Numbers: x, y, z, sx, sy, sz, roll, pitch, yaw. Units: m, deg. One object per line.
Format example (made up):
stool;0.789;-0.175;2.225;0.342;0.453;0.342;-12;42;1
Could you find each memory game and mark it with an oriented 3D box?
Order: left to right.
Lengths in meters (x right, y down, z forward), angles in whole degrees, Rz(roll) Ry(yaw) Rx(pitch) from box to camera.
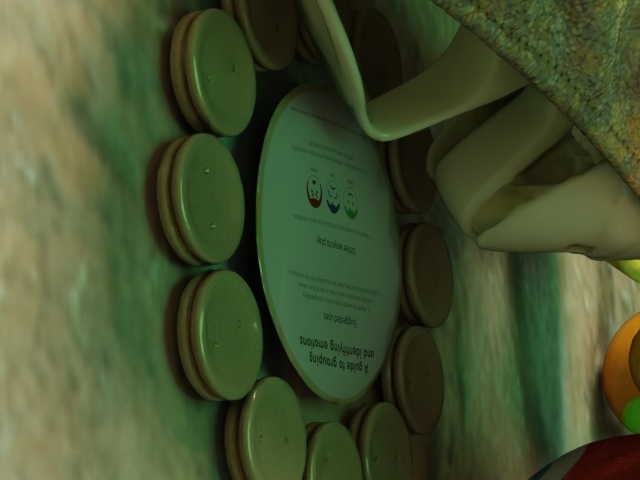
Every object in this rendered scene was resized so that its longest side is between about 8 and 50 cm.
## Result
memory game;0.000;0.000;0.610;0.186;0.012;0.186;25;62;-61

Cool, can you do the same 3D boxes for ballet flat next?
ballet flat;0.064;-0.059;0.627;0.316;0.106;0.107;43;7;-44

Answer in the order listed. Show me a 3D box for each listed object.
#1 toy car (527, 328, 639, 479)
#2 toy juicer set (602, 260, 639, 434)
toy car;0.141;0.067;0.626;0.219;0.210;0.238;-39;129;-49
toy juicer set;0.243;-0.027;0.862;0.329;0.089;0.209;-33;125;-25
